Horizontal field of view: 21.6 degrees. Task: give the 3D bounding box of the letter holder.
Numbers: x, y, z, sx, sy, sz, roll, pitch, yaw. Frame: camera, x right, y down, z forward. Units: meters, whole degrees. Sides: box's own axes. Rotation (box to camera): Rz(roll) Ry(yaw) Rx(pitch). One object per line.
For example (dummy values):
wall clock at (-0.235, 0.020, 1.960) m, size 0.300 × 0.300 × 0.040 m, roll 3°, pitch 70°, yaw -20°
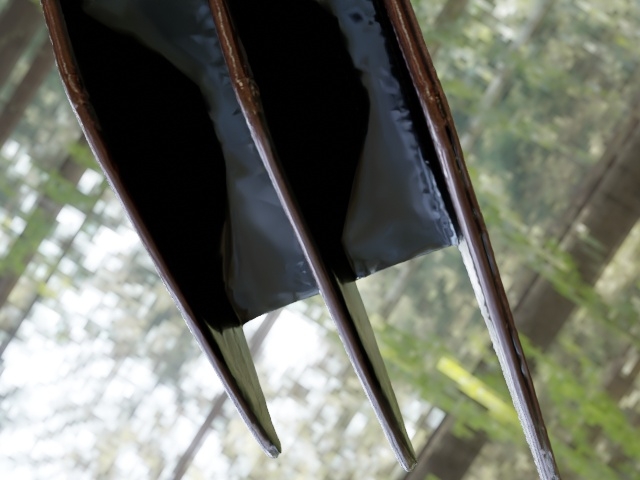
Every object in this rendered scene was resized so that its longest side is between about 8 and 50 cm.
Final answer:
letter holder at (0.000, 0.000, 0.790) m, size 0.302 × 0.152 × 0.214 m, roll 67°, pitch -176°, yaw -49°
